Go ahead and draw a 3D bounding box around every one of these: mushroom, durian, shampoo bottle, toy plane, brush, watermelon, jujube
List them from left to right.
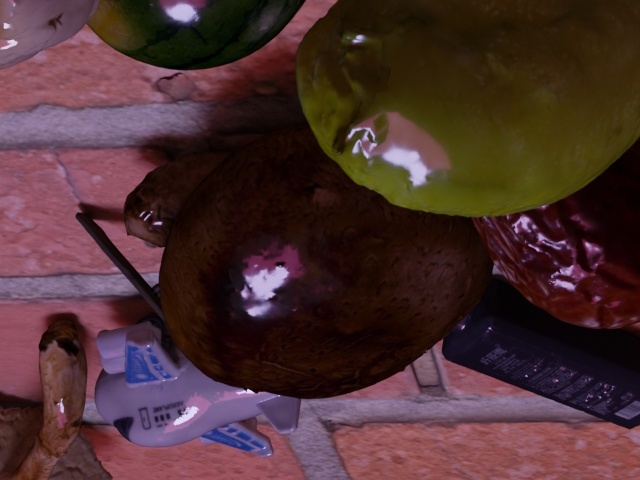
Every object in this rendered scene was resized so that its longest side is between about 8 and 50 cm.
[{"bbox_3d":[-0.339,0.256,2.211,0.208,0.233,0.302,-15,154,-9],"label":"mushroom"},{"bbox_3d":[-0.172,0.034,1.922,0.027,0.190,0.034,-45,157,5],"label":"brush"},{"bbox_3d":[-0.101,-0.211,1.527,0.232,0.127,0.204,-25,132,33],"label":"watermelon"},{"bbox_3d":[-0.129,0.161,2.132,0.267,0.123,0.267,8,149,5],"label":"toy plane"},{"bbox_3d":[0.007,0.022,1.800,0.345,0.239,0.345,-5,175,0],"label":"mushroom"},{"bbox_3d":[0.133,-0.138,1.486,0.256,0.340,0.204,47,157,-14],"label":"durian"},{"bbox_3d":[0.217,0.107,2.015,0.309,0.071,0.098,21,147,-20],"label":"shampoo bottle"},{"bbox_3d":[0.215,-0.042,1.690,0.255,0.190,0.190,43,138,-15],"label":"jujube"}]

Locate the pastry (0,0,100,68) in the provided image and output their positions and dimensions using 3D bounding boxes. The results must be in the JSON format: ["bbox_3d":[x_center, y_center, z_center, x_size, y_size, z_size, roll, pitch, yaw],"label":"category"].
[{"bbox_3d":[-0.274,-0.236,1.452,0.265,0.133,0.265,22,135,24],"label":"pastry"}]
